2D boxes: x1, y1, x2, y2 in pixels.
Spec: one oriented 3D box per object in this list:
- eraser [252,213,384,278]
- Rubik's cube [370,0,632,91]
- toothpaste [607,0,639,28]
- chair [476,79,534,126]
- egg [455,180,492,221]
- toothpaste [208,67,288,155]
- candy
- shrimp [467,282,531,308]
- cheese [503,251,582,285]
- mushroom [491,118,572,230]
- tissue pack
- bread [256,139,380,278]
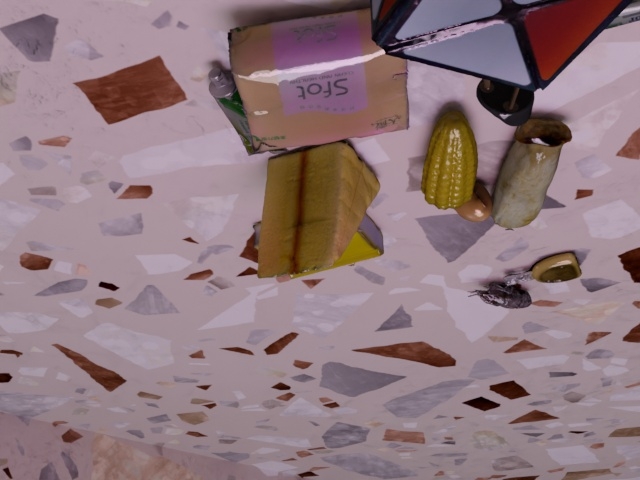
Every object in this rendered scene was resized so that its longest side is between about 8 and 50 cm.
[{"bbox_3d":[0.000,0.000,1.956,0.226,0.069,0.158,-15,144,24],"label":"eraser"},{"bbox_3d":[0.214,-0.358,1.168,0.248,0.246,0.250,13,147,-21],"label":"Rubik's cube"},{"bbox_3d":[0.444,-0.333,1.421,0.218,0.041,0.064,-13,164,26],"label":"toothpaste"},{"bbox_3d":[0.286,-0.272,1.482,0.095,0.104,0.221,19,149,17],"label":"chair"},{"bbox_3d":[0.285,-0.070,1.828,0.071,0.083,0.071,-23,150,-14],"label":"egg"},{"bbox_3d":[-0.127,-0.207,1.624,0.078,0.046,0.248,-6,152,17],"label":"toothpaste"},{"bbox_3d":[0.225,-0.145,1.681,0.094,0.106,0.199,14,147,11],"label":"candy"},{"bbox_3d":[0.400,0.121,2.186,0.165,0.065,0.056,16,114,-17],"label":"shrimp"},{"bbox_3d":[0.476,0.069,2.116,0.163,0.036,0.086,-14,146,20],"label":"cheese"},{"bbox_3d":[0.370,-0.113,1.760,0.100,0.081,0.312,6,151,1],"label":"mushroom"},{"bbox_3d":[0.003,-0.245,1.483,0.257,0.123,0.215,-10,147,1],"label":"tissue pack"},{"bbox_3d":[-0.003,-0.023,1.729,0.168,0.264,0.163,-10,147,26],"label":"bread"}]
